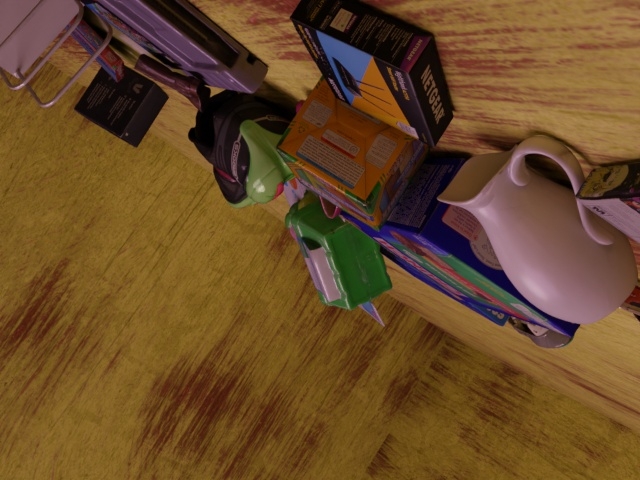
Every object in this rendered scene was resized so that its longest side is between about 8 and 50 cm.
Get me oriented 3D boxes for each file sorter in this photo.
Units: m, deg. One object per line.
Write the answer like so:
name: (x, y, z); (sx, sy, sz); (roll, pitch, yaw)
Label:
file sorter: (-0.495, -0.366, 1.268); (0.173, 0.193, 0.278); (47, -174, 37)

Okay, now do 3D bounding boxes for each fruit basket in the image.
fruit basket: (0.000, 0.000, 1.755); (0.353, 0.165, 0.327); (29, 144, 55)

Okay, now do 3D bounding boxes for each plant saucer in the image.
plant saucer: (-0.362, -0.371, 1.544); (0.241, 0.037, 0.241); (32, 176, 2)

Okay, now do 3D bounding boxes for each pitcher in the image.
pitcher: (0.247, -0.014, 0.848); (0.207, 0.125, 0.178); (44, 159, -7)

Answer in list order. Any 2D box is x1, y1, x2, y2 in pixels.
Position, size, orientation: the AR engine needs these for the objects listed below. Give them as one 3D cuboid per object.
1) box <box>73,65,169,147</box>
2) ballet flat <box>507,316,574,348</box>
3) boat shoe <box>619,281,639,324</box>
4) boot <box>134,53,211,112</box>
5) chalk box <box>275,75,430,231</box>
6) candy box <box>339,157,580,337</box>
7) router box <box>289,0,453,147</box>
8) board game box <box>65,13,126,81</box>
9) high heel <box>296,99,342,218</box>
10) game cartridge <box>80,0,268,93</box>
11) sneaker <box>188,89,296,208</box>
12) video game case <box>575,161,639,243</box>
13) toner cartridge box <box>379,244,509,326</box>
box: (-0.488, -0.338, 1.993); (0.158, 0.156, 0.093); (31, 176, 17)
ballet flat: (0.457, 0.179, 1.722); (0.068, 0.072, 0.213); (38, 175, -12)
boat shoe: (0.444, 0.099, 1.099); (0.137, 0.043, 0.049); (34, 173, -36)
boot: (-0.235, -0.251, 1.289); (0.114, 0.037, 0.106); (22, 166, 6)
chalk box: (0.049, -0.105, 1.013); (0.132, 0.132, 0.213); (32, 175, 14)
candy box: (0.201, -0.002, 1.158); (0.268, 0.122, 0.317); (33, 177, -17)
router box: (0.057, -0.170, 0.809); (0.133, 0.046, 0.179); (30, 175, 22)
board game box: (-0.471, -0.415, 1.499); (0.281, 0.027, 0.145); (46, 174, -10)
high heel: (0.004, -0.121, 1.237); (0.082, 0.117, 0.244); (30, 175, 25)
game cartridge: (-0.261, -0.333, 1.158); (0.355, 0.068, 0.230); (35, 171, -31)
sneaker: (-0.129, -0.178, 1.460); (0.202, 0.185, 0.483); (51, 169, -8)
video game case: (0.361, 0.008, 0.685); (0.232, 0.042, 0.210); (33, 176, -8)
toner cartridge box: (0.244, 0.056, 1.672); (0.165, 0.075, 0.348); (33, 179, -27)
